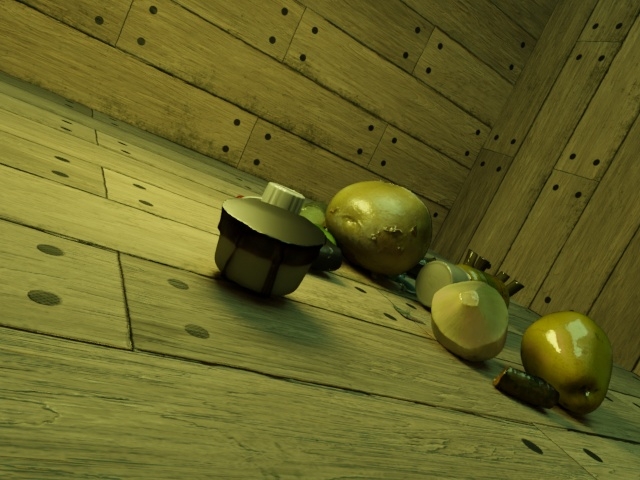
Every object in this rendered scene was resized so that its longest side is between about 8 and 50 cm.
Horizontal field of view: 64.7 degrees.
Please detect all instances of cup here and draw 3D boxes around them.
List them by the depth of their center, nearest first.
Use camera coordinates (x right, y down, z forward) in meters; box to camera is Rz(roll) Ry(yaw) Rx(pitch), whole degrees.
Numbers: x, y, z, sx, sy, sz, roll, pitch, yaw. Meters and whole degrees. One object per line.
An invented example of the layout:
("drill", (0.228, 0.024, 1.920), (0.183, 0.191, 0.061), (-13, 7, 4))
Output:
("cup", (-0.179, -0.103, 1.847), (0.221, 0.202, 0.167), (18, 9, -43))

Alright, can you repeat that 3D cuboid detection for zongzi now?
("zongzi", (0.531, 0.179, 2.562), (0.247, 0.111, 0.241), (8, 38, -29))

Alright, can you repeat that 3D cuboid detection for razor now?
("razor", (-0.089, 0.017, 1.710), (0.326, 0.107, 0.189), (19, 12, -31))

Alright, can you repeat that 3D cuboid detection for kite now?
("kite", (0.308, 0.256, 1.757), (0.137, 0.005, 0.152), (31, 10, 17))

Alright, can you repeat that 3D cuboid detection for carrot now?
("carrot", (0.571, 0.405, 1.404), (0.173, 0.082, 0.082), (27, 9, 1))

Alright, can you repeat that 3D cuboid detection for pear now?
("pear", (0.786, 0.377, 1.583), (0.284, 0.285, 0.336), (21, 25, -28))

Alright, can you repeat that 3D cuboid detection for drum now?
("drum", (0.341, 0.165, 2.225), (0.130, 0.049, 0.253), (23, 13, -19))

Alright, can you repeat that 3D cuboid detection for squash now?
("squash", (0.000, 0.000, 2.078), (0.101, 0.101, 0.379), (23, 11, -18))

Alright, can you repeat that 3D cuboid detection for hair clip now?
("hair clip", (0.366, 0.205, 2.079), (0.115, 0.039, 0.030), (18, 25, -33))

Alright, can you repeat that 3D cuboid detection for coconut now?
("coconut", (0.467, 0.246, 1.580), (0.259, 0.259, 0.259), (25, 9, -4))

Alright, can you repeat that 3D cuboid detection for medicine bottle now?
("medicine bottle", (0.578, 0.213, 2.062), (0.384, 0.225, 0.224), (17, 12, -37))

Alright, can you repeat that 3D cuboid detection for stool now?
("stool", (0.827, 0.217, 2.596), (0.310, 0.226, 0.310), (33, 7, -3))

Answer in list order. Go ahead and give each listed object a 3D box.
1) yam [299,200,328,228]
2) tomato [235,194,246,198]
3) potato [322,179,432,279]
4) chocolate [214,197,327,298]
("yam", (-0.033, -0.108, 2.411), (0.161, 0.161, 0.268), (26, 8, 4))
("tomato", (-0.318, -0.136, 2.030), (0.075, 0.087, 0.087), (28, 9, -8))
("potato", (0.200, -0.034, 2.086), (0.442, 0.386, 0.319), (30, 29, 29))
("chocolate", (-0.144, 0.029, 1.265), (0.283, 0.186, 0.284), (21, 19, -8))
